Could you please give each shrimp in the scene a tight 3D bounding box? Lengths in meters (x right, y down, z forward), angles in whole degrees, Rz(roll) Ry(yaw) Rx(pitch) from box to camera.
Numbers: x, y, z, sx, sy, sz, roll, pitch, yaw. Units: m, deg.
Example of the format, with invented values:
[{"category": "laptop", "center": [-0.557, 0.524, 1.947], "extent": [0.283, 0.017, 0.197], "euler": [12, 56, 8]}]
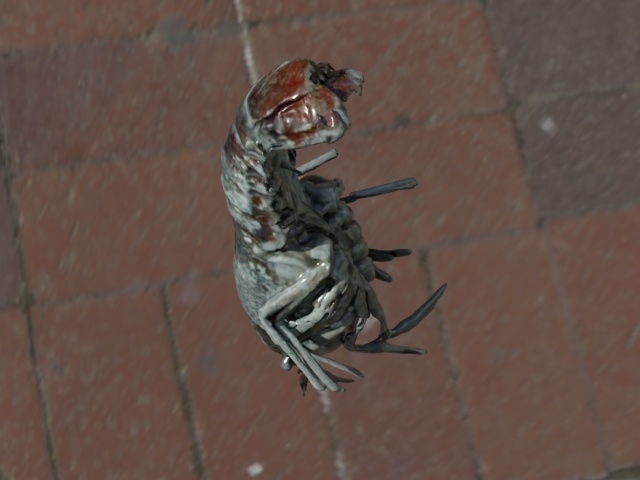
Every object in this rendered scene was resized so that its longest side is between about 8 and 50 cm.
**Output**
[{"category": "shrimp", "center": [-0.004, 0.002, 1.410], "extent": [0.166, 0.410, 0.221], "euler": [-3, 53, 17]}]
